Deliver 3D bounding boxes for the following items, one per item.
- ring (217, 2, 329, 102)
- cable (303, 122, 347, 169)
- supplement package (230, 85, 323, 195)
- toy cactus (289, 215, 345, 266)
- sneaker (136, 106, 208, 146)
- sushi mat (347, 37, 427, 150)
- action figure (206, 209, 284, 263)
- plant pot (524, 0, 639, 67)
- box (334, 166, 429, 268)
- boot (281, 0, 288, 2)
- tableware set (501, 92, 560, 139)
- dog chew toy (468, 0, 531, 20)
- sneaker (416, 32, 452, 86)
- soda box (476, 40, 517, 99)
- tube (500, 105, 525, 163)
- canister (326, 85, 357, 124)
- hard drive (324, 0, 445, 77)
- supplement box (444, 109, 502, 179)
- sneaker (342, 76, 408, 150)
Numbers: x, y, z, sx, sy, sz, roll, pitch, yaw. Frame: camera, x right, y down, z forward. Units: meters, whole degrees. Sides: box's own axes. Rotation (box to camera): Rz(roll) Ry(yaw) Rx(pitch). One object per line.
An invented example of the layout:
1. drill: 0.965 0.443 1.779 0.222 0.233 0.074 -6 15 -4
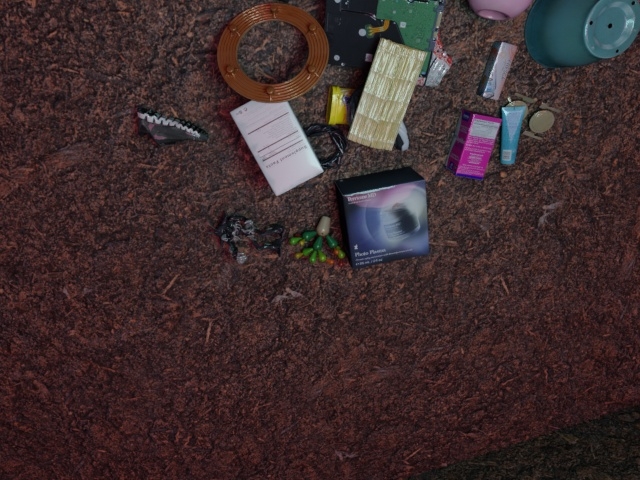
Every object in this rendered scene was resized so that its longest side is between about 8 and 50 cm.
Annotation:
1. ring: -0.143 -0.568 1.405 0.337 0.032 0.336 0 78 2
2. cable: -0.001 -0.330 1.634 0.185 0.047 0.150 17 112 -14
3. supplement package: -0.135 -0.320 1.520 0.175 0.177 0.292 -27 105 4
4. toy cactus: 0.000 0.000 1.764 0.219 0.112 0.180 17 88 3
5. sneaker: -0.487 -0.349 1.537 0.234 0.078 0.106 16 114 -11
6. sushi mat: 0.201 -0.440 1.446 0.152 0.019 0.316 13 112 -14
7. action figure: -0.269 -0.014 1.687 0.276 0.141 0.164 6 115 -15
8. plant pot: 0.840 -0.679 1.492 0.272 0.255 0.271 -3 115 -7
9. box: 0.222 -0.084 1.709 0.296 0.182 0.293 -12 114 -4
10. boot: -0.166 -0.871 1.331 0.223 0.118 0.338 10 108 -8
11. tableware set: 0.747 -0.450 1.700 0.194 0.039 0.128 16 126 -10
12. dog chew toy: 0.569 -0.849 1.411 0.207 0.206 0.331 11 104 -13
13. sneaker: 0.364 -0.637 1.530 0.145 0.090 0.270 6 117 -13
14. soda box: 0.601 -0.580 1.608 0.063 0.058 0.183 9 112 -13
15. tube: 0.688 -0.381 1.703 0.080 0.052 0.207 -4 121 3
16. canister: 0.113 -0.450 1.584 0.170 0.073 0.126 1 115 -11
17. hard drive: 0.182 -0.634 1.423 0.339 0.064 0.236 10 139 6
18. supplement box: 0.541 -0.342 1.678 0.114 0.111 0.220 8 112 -12
19. sneaker: 0.174 -0.386 1.535 0.153 0.101 0.268 -30 113 5
